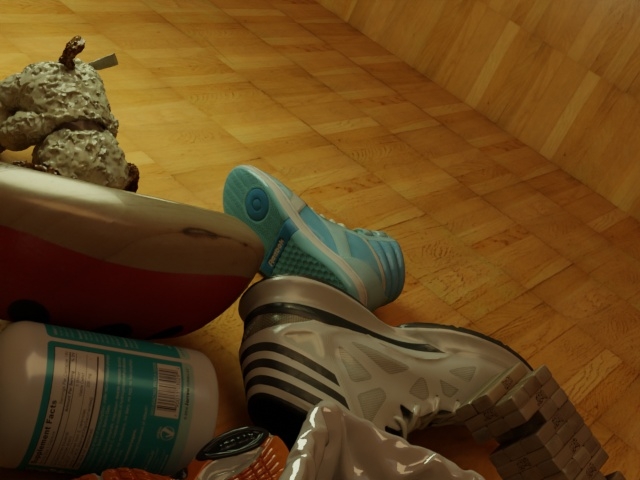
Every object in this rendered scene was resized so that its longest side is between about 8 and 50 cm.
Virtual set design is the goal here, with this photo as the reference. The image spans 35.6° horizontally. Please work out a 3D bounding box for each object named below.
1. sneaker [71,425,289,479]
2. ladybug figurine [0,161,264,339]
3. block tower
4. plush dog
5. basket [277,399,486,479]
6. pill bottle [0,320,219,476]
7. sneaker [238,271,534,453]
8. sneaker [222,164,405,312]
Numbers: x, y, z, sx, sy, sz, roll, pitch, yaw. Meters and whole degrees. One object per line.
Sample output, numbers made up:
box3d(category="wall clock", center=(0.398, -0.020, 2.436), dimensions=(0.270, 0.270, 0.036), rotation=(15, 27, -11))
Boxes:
box3d(category="sneaker", center=(-0.150, 0.278, 0.960), dimensions=(0.262, 0.121, 0.099), rotation=(-13, 40, -19))
box3d(category="ladybug figurine", center=(-0.253, 0.018, 1.140), dimensions=(0.305, 0.162, 0.449), rotation=(14, 1, 36))
box3d(category="block tower", center=(0.305, 0.308, 1.185), dimensions=(0.097, 0.091, 0.335), rotation=(-30, 82, -44))
box3d(category="plush dog", center=(-0.358, -0.147, 1.442), dimensions=(0.262, 0.210, 0.225), rotation=(-5, 65, -48))
box3d(category="basket", center=(0.061, 0.369, 0.795), dimensions=(0.331, 0.266, 0.328), rotation=(26, 27, -1))
box3d(category="pill bottle", center=(-0.247, 0.163, 1.008), dimensions=(0.264, 0.146, 0.146), rotation=(14, 30, -25))
box3d(category="sneaker", center=(0.093, 0.230, 1.248), dimensions=(0.447, 0.169, 0.257), rotation=(21, 44, -20))
box3d(category="sneaker", center=(0.000, 0.000, 1.552), dimensions=(0.208, 0.127, 0.319), rotation=(-13, 56, -49))
